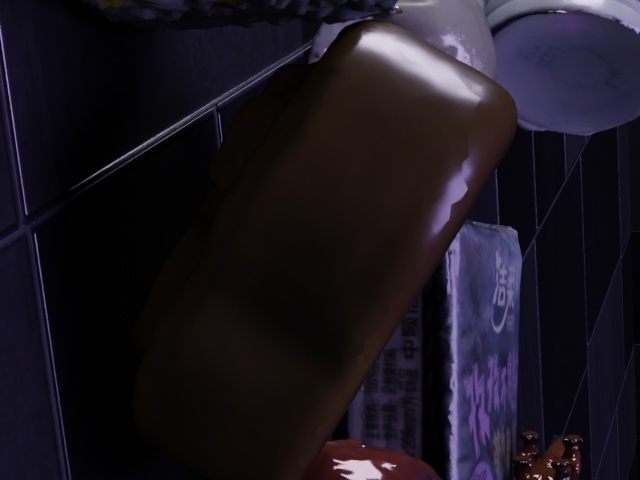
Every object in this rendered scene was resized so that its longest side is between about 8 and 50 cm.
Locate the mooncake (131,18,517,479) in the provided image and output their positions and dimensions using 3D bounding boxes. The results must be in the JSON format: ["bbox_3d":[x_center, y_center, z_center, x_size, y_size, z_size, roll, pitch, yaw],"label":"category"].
[{"bbox_3d":[0.000,0.000,0.757,0.235,0.117,0.235,-61,178,-3],"label":"mooncake"}]

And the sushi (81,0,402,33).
[{"bbox_3d":[-0.036,-0.186,0.707,0.274,0.139,0.184,14,79,-72],"label":"sushi"}]

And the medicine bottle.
[{"bbox_3d":[0.264,-0.292,1.571,0.190,0.189,0.332,67,28,-52],"label":"medicine bottle"}]

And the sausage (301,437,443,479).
[{"bbox_3d":[-0.005,0.224,0.805,0.280,0.152,0.152,-72,156,-47],"label":"sausage"}]

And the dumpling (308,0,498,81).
[{"bbox_3d":[0.051,-0.121,1.067,0.155,0.111,0.181,7,71,-40],"label":"dumpling"}]

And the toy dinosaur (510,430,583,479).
[{"bbox_3d":[0.167,0.171,1.128,0.154,0.049,0.055,-37,124,-68],"label":"toy dinosaur"}]

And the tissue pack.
[{"bbox_3d":[0.084,0.161,1.143,0.259,0.122,0.361,4,84,-74],"label":"tissue pack"}]
